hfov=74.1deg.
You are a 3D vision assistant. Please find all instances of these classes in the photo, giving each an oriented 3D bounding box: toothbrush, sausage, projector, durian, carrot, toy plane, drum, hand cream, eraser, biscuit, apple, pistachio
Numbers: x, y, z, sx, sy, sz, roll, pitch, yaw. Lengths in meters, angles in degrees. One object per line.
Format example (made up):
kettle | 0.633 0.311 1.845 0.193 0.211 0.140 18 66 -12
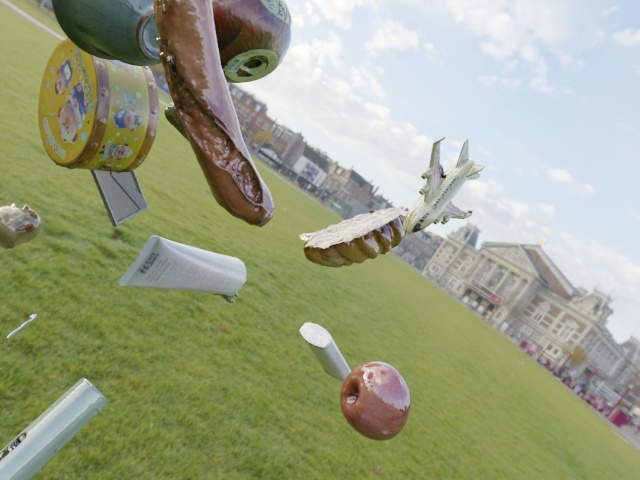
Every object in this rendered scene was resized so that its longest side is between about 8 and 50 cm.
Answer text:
toothbrush | -1.025 0.294 1.455 0.019 0.013 0.193 1 13 -11
sausage | -0.137 -0.156 0.551 0.079 0.087 0.327 -74 155 -55
projector | -0.732 0.525 1.114 0.108 0.337 0.108 26 -38 23
durian | 0.000 -0.011 1.828 0.224 0.079 0.140 21 10 30
carrot | -0.366 -0.303 1.324 0.078 0.078 0.298 41 -10 50
toy plane | 0.261 -0.104 0.929 0.092 0.244 0.229 36 -15 53
drum | -0.755 -0.446 1.435 0.431 0.431 0.214 38 22 29
hand cream | -0.374 0.084 1.226 0.358 0.185 0.118 19 31 -51
eraser | 0.023 0.486 1.847 0.174 0.095 0.270 22 -31 44
biscuit | 0.109 -0.006 1.223 0.326 0.325 0.107 -109 177 -82
apple | 0.109 0.323 0.866 0.119 0.154 0.153 16 13 -25
pistachio | -0.866 -0.038 1.197 0.129 0.132 0.206 20 -19 -35

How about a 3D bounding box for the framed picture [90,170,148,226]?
framed picture | -0.835 -0.253 1.740 0.247 0.022 0.335 -67 145 -67

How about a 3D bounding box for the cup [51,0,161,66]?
cup | -0.298 -0.361 0.686 0.150 0.199 0.199 40 7 23

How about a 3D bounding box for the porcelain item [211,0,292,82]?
porcelain item | -0.191 -0.491 0.948 0.253 0.253 0.253 34 5 -3

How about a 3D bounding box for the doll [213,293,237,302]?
doll | -0.477 0.245 2.085 0.194 0.104 0.062 13 3 32
